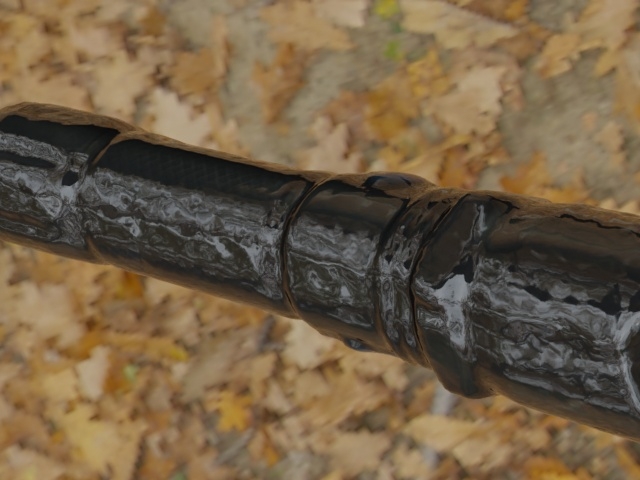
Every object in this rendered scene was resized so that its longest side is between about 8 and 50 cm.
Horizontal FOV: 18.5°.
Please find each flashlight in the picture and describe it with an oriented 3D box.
[{"bbox_3d":[0.000,0.000,0.928,0.424,0.103,0.103,15,111,37],"label":"flashlight"}]
